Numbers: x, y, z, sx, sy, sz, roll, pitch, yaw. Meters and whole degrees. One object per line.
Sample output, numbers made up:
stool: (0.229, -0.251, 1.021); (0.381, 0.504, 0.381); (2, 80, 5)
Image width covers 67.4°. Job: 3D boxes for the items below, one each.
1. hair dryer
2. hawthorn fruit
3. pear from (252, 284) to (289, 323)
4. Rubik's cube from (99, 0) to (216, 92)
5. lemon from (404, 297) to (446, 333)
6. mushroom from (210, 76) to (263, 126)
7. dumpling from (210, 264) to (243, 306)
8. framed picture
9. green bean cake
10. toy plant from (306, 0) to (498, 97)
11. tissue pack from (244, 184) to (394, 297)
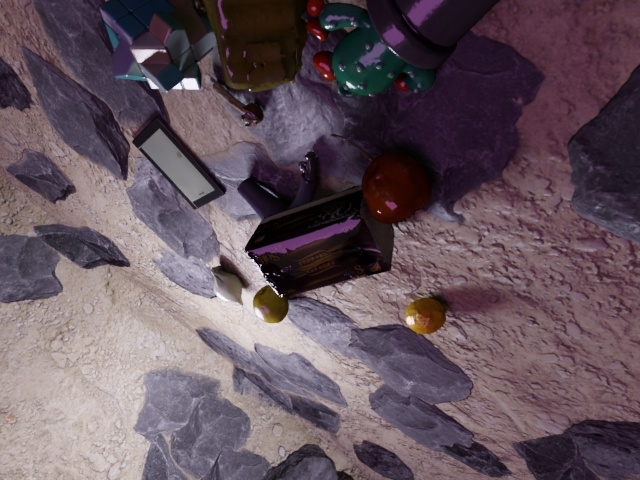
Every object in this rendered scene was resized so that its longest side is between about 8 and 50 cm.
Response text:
hair dryer: (-0.095, -0.150, 1.457); (0.301, 0.121, 0.361); (43, 138, 7)
hawthorn fruit: (0.144, -0.176, 1.173); (0.286, 0.165, 0.165); (55, 148, 9)
pear: (-0.206, 0.267, 1.995); (0.148, 0.149, 0.162); (0, 125, 42)
Rubik's cube: (-0.387, -0.477, 1.160); (0.213, 0.265, 0.224); (45, 161, 7)
lemon: (0.326, 0.238, 1.507); (0.114, 0.114, 0.155); (42, 150, -8)
mushroom: (-0.236, -0.380, 1.319); (0.187, 0.061, 0.060); (36, 152, 8)
dumpling: (-0.419, 0.199, 2.154); (0.229, 0.124, 0.151); (61, 176, -24)
framed picture: (-0.519, -0.268, 1.747); (0.264, 0.016, 0.347); (-16, 120, 50)
green bean cake: (-0.131, -0.464, 0.934); (0.310, 0.201, 0.285); (-120, 23, -46)
toy plant: (0.150, -0.373, 0.855); (0.400, 0.279, 0.186); (-32, 68, 48)
tissue pack: (0.000, 0.000, 1.340); (0.369, 0.198, 0.210); (-17, 124, 25)
